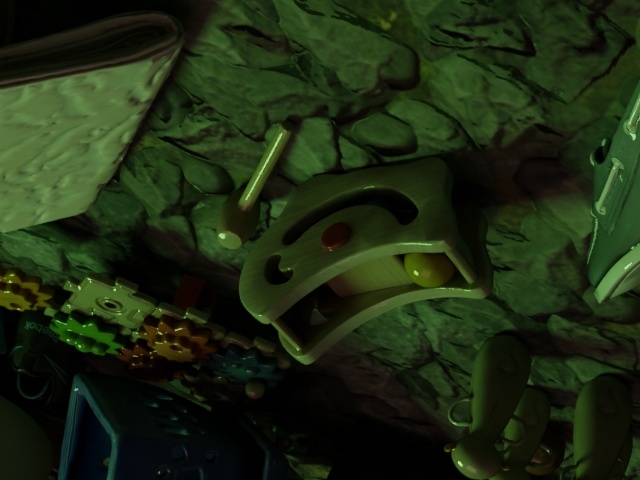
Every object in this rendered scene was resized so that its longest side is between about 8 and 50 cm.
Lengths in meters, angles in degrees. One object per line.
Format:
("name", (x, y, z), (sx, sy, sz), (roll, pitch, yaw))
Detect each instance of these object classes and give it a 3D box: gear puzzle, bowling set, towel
("gear puzzle", (-0.207, 0.102, 1.373), (0.339, 0.044, 0.175), (25, 149, -16))
("bowling set", (0.254, 0.236, 1.307), (0.287, 0.154, 0.200), (19, 148, 3))
("towel", (-0.298, -0.072, 1.079), (0.317, 0.053, 0.332), (-16, 166, -28))

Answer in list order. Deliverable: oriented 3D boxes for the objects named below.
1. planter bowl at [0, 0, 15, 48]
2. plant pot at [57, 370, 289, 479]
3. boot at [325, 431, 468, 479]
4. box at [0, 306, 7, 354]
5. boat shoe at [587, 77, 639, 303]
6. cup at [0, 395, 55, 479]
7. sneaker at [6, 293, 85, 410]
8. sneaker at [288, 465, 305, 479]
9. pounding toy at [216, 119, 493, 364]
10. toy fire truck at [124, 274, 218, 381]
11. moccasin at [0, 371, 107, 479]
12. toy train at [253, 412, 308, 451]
("planter bowl", (-0.350, -0.171, 1.000), (0.217, 0.090, 0.217), (-4, 117, -8))
("plant pot", (-0.169, 0.292, 1.450), (0.212, 0.236, 0.236), (6, -172, -22))
("boot", (0.203, 0.416, 1.610), (0.445, 0.146, 0.367), (15, 140, 4))
("box", (-0.500, 0.131, 1.566), (0.244, 0.060, 0.100), (-15, 170, 33))
("boat shoe", (0.258, -0.053, 0.962), (0.099, 0.116, 0.319), (59, 164, 21))
("cup", (-0.509, 0.321, 1.537), (0.331, 0.237, 0.331), (8, 145, 6))
("sneaker", (-0.350, 0.159, 1.585), (0.101, 0.106, 0.267), (19, 149, 0))
("sneaker", (-0.045, 0.313, 1.566), (0.090, 0.235, 0.094), (4, 110, -12))
("pounding toy", (0.000, 0.000, 1.101), (0.270, 0.154, 0.155), (-7, 138, 37))
("toy fire truck", (-0.171, 0.103, 1.453), (0.135, 0.047, 0.192), (8, 147, 16))
("moccasin", (-0.398, 0.267, 1.760), (0.380, 0.147, 0.139), (38, 130, -19))
("toy train", (-0.103, 0.242, 1.630), (0.166, 0.046, 0.125), (-2, 169, 16))
